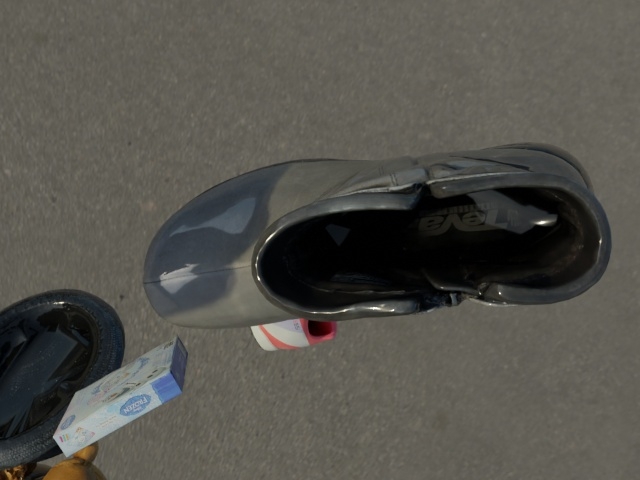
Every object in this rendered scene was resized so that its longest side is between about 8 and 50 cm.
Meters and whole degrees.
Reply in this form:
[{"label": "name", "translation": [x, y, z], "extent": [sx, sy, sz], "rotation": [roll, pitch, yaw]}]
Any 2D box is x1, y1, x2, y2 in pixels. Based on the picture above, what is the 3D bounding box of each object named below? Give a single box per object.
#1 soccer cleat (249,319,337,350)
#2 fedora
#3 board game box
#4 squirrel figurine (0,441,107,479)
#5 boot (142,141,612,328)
[{"label": "soccer cleat", "translation": [-0.069, 0.051, 1.290], "extent": [0.116, 0.318, 0.109], "rotation": [-4, 52, 17]}, {"label": "fedora", "translation": [-0.456, 0.247, 1.538], "extent": [0.333, 0.153, 0.334], "rotation": [-7, 51, 9]}, {"label": "board game box", "translation": [-0.138, 0.108, 0.659], "extent": [0.090, 0.090, 0.020], "rotation": [-28, 101, 0]}, {"label": "squirrel figurine", "translation": [-0.522, 0.471, 1.688], "extent": [0.397, 0.370, 0.281], "rotation": [38, 55, -3]}, {"label": "boot", "translation": [0.000, 0.000, 0.569], "extent": [0.338, 0.222, 0.118], "rotation": [-15, 93, 19]}]
